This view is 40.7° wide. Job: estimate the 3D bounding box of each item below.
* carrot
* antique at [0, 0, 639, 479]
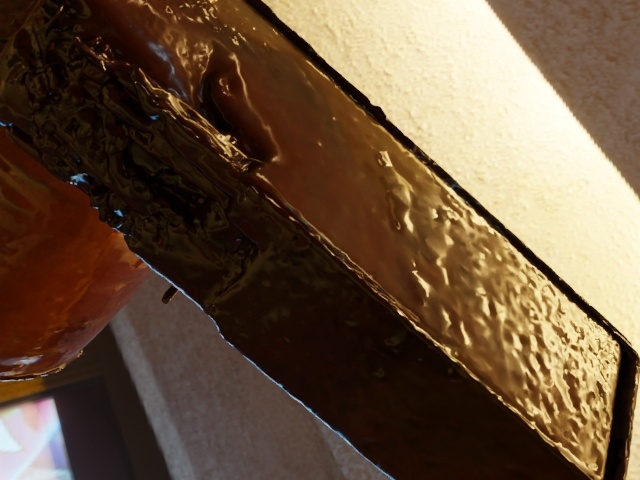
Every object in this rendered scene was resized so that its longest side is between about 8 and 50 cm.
[{"bbox_3d":[-0.173,-0.043,0.534,0.214,0.193,0.331,48,-63,21],"label":"carrot"},{"bbox_3d":[0.000,0.000,0.379,0.310,0.093,0.087,42,-47,-9],"label":"antique"}]
